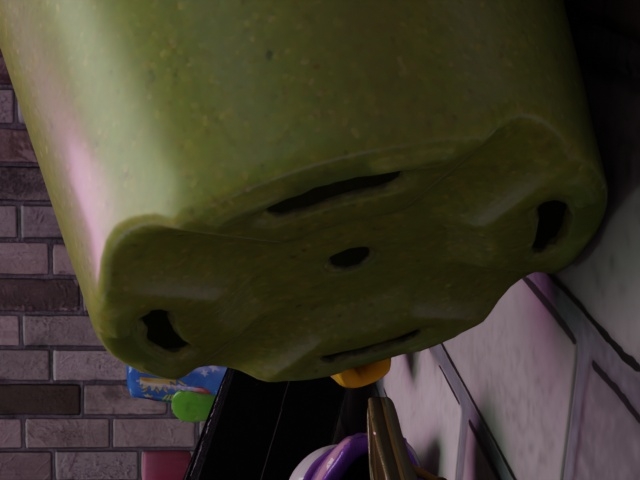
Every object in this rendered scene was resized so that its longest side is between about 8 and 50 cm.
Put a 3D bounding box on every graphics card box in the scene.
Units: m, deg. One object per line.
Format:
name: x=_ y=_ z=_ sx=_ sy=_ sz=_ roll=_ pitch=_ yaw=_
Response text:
graphics card box: x=-0.074 y=0.223 z=1.000 sx=0.371 sy=0.094 sz=0.233 roll=112 pitch=176 yaw=-50

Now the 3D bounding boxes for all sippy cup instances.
sippy cup: x=-0.208 y=0.178 z=2.014 sx=0.305 sy=0.224 sz=0.240 roll=138 pitch=133 yaw=-80

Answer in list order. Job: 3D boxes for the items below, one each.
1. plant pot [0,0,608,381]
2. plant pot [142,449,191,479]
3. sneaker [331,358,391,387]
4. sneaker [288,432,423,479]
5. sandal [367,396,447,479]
plant pot: x=-0.017 y=-0.093 z=0.461 sx=0.276 sy=0.276 sz=0.254 roll=104 pitch=154 yaw=-61
plant pot: x=-0.106 y=0.332 z=1.325 sx=0.201 sy=0.180 sz=0.201 roll=-178 pitch=90 yaw=-83
sneaker: x=0.032 y=-0.003 z=0.711 sx=0.225 sy=0.088 sz=0.093 roll=98 pitch=150 yaw=-45
sneaker: x=0.025 y=0.205 z=0.653 sx=0.104 sy=0.095 sz=0.236 roll=114 pitch=158 yaw=-54
sandal: x=0.062 y=0.146 z=0.544 sx=0.180 sy=0.049 sz=0.072 roll=-118 pitch=20 yaw=-45
